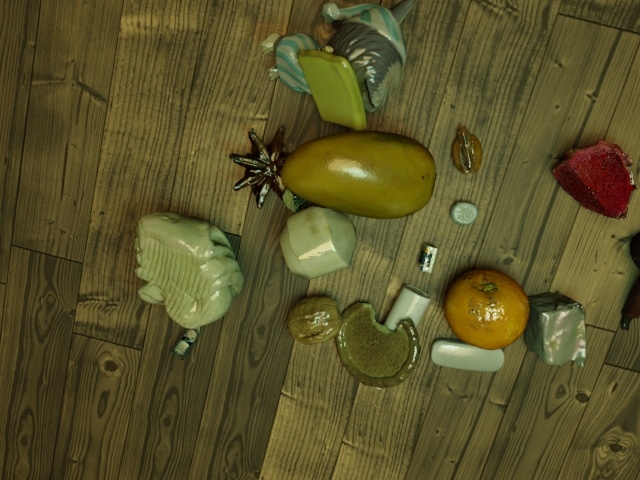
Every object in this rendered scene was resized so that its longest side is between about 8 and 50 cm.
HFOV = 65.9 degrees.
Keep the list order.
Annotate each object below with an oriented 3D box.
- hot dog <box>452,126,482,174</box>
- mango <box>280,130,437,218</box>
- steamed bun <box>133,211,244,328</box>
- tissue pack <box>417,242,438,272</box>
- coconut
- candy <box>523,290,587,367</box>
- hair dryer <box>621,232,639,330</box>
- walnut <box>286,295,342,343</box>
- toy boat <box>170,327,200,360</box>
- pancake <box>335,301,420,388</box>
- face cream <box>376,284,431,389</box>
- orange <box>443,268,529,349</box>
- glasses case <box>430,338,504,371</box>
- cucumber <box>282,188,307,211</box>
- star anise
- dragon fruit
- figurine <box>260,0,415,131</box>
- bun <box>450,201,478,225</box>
[{"bbox_3d":[0.441,-0.268,1.479,0.090,0.060,0.140,-4,98,0],"label":"hot dog"},{"bbox_3d":[0.113,-0.183,1.373,0.446,0.300,0.232,4,79,-17],"label":"mango"},{"bbox_3d":[-0.397,0.071,1.514,0.352,0.247,0.339,18,119,7],"label":"steamed bun"},{"bbox_3d":[0.336,0.054,1.549,0.042,0.062,0.083,13,103,-1],"label":"tissue pack"},{"bbox_3d":[0.001,0.001,1.481,0.241,0.241,0.241,1,101,3],"label":"coconut"},{"bbox_3d":[0.713,0.264,1.508,0.137,0.185,0.195,-8,101,1],"label":"candy"},{"bbox_3d":[0.976,0.169,1.449,0.123,0.312,0.340,5,122,3],"label":"hair dryer"},{"bbox_3d":[-0.023,0.256,1.570,0.184,0.155,0.155,-18,100,9],"label":"walnut"},{"bbox_3d":[-0.446,0.334,1.659,0.055,0.060,0.141,35,98,-2],"label":"toy boat"},{"bbox_3d":[0.173,0.320,1.550,0.286,0.033,0.288,-38,66,26],"label":"pancake"},{"bbox_3d":[0.235,0.313,1.589,0.102,0.102,0.345,26,101,-2],"label":"face cream"},{"bbox_3d":[0.496,0.206,1.485,0.246,0.246,0.246,1,101,3],"label":"orange"},{"bbox_3d":[0.476,0.373,1.606,0.234,0.059,0.092,4,103,2],"label":"glasses case"},{"bbox_3d":[-0.021,-0.192,1.492,0.074,0.074,0.241,43,76,-5],"label":"cucumber"},{"bbox_3d":[-0.158,-0.218,1.516,0.272,0.102,0.271,-2,96,-24],"label":"star anise"},{"bbox_3d":[0.810,-0.194,1.447,0.274,0.126,0.161,40,91,-14],"label":"dragon fruit"},{"bbox_3d":[0.095,-0.542,1.408,0.361,0.266,0.377,35,68,22],"label":"figurine"},{"bbox_3d":[0.442,-0.084,1.523,0.083,0.045,0.083,0,102,0],"label":"bun"}]
